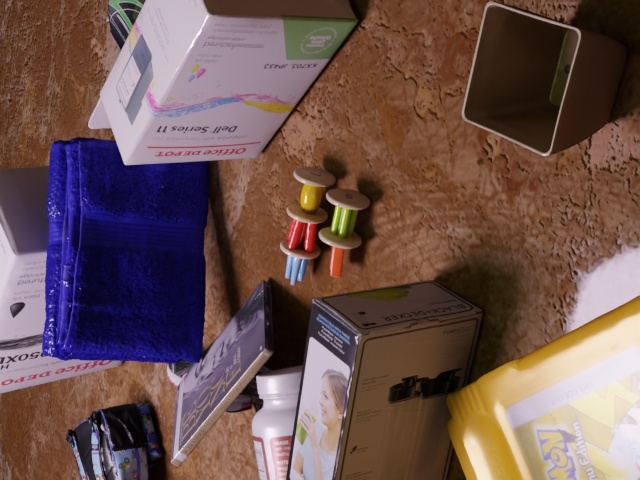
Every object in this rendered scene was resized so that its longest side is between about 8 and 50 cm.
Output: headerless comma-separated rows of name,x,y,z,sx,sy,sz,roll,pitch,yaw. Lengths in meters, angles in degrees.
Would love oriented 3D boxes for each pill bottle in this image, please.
pill bottle,-0.018,0.267,1.231,0.121,0.121,0.216,-11,87,53

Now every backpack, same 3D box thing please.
backpack,-0.342,0.376,1.685,0.158,0.117,0.173,-38,66,49

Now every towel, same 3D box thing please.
towel,-0.265,0.015,1.379,0.076,0.228,0.308,158,114,-68

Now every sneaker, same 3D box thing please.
sneaker,-0.154,0.189,1.457,0.178,0.072,0.077,16,98,42

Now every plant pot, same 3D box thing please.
plant pot,0.205,-0.145,0.877,0.109,0.096,0.109,33,122,44

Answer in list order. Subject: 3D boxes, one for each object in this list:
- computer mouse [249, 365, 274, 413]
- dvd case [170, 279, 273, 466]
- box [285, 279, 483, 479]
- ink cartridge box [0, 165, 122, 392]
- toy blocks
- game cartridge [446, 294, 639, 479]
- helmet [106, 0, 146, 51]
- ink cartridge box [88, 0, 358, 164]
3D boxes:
computer mouse,-0.049,0.256,1.340,0.106,0.042,0.193,-5,98,58
dvd case,-0.133,0.174,1.328,0.221,0.018,0.164,-51,21,22
box,0.062,0.196,1.075,0.087,0.169,0.289,35,124,48
ink cartridge box,-0.420,0.064,1.592,0.166,0.286,0.395,60,139,26
toy blocks,0.000,0.000,1.213,0.123,0.054,0.148,37,124,44
game cartridge,0.261,0.228,0.909,0.324,0.053,0.285,-40,64,48
helmet,-0.206,-0.307,1.345,0.169,0.169,0.161,-33,86,51
ink cartridge box,-0.135,-0.201,1.228,0.353,0.207,0.119,-47,58,47
